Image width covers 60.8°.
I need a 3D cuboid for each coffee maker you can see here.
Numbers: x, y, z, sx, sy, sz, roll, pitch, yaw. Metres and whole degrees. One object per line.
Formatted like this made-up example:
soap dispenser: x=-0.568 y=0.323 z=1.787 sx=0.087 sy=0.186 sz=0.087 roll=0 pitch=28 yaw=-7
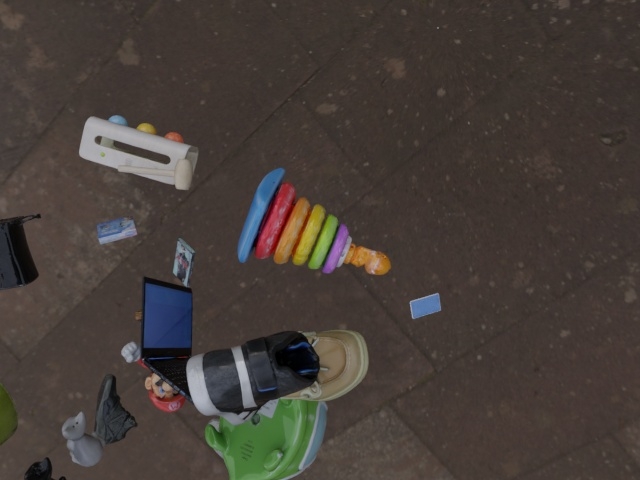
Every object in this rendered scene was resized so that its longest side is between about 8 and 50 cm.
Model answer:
coffee maker: x=-0.826 y=0.034 z=1.460 sx=0.171 sy=0.120 sz=0.178 roll=-6 pitch=107 yaw=16

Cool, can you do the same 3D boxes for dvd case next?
dvd case: x=-0.405 y=0.065 z=1.615 sx=0.087 sy=0.013 sz=0.120 roll=37 pitch=121 yaw=37

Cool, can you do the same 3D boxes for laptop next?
laptop: x=-0.251 y=0.215 z=1.123 sx=0.264 sy=0.234 sz=0.137 roll=33 pitch=87 yaw=15

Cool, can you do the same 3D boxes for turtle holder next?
turtle holder: x=-0.096 y=0.443 z=1.234 sx=0.243 sy=0.321 sz=0.227 roll=-21 pitch=150 yaw=25

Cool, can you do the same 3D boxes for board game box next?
board game box: x=-0.514 y=-0.028 z=1.376 sx=0.090 sy=0.090 sz=0.020 roll=-17 pitch=121 yaw=-17

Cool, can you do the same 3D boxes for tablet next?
tablet: x=0.282 y=0.175 z=1.463 sx=0.083 sy=0.006 sz=0.054 roll=-16 pitch=111 yaw=-8

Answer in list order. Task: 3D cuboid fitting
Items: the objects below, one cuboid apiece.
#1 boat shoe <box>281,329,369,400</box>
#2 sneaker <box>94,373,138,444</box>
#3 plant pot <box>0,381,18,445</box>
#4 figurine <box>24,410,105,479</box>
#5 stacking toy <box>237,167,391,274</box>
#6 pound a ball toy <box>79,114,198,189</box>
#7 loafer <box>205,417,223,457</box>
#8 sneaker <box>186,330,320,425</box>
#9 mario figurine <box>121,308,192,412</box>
boat shoe: x=-0.051 y=0.201 z=0.845 sx=0.285 sy=0.089 sz=0.105 roll=-25 pitch=63 yaw=37
sneaker: x=-0.676 y=0.558 z=1.814 sx=0.130 sy=0.087 sz=0.228 roll=6 pitch=83 yaw=-30
plant pot: x=-0.732 y=0.358 z=0.913 sx=0.274 sy=0.294 sz=0.275 roll=8 pitch=122 yaw=12
figurine: x=-0.661 y=0.565 z=1.408 sx=0.092 sy=0.215 sz=0.210 roll=20 pitch=139 yaw=10
stacking toy: x=0.000 y=0.000 z=1.086 sx=0.301 sy=0.175 sz=0.166 roll=22 pitch=123 yaw=-3
pound a ball toy: x=-0.454 y=-0.235 z=1.415 sx=0.318 sy=0.208 sz=0.136 roll=16 pitch=96 yaw=1
loafer: x=-0.266 y=0.707 z=1.868 sx=0.112 sy=0.111 sz=0.319 roll=-44 pitch=107 yaw=0
sneaker: x=-0.056 y=0.152 z=0.605 sx=0.121 sy=0.217 sz=0.079 roll=-16 pitch=74 yaw=1
mario figurine: x=-0.464 y=0.361 z=1.638 sx=0.197 sy=0.170 sz=0.321 roll=-8 pitch=93 yaw=19
